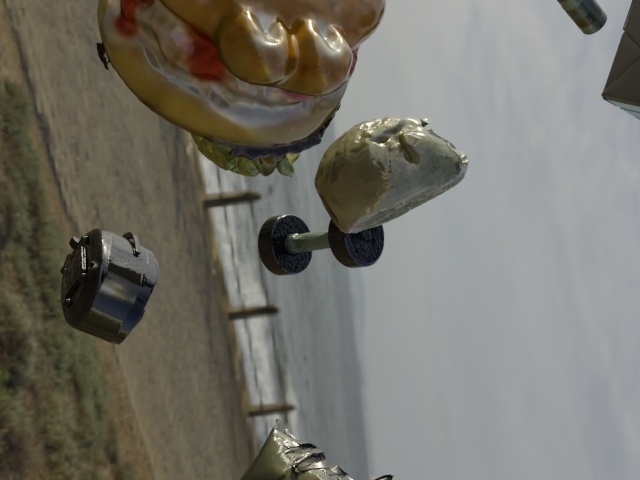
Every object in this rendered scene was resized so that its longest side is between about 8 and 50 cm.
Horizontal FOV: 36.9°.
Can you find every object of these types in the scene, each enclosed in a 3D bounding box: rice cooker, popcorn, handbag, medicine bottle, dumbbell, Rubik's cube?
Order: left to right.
[{"bbox_3d":[-0.263,0.054,1.188,0.112,0.106,0.165,-55,-147,19],"label":"rice cooker"},{"bbox_3d":[-0.094,-0.150,1.175,0.136,0.162,0.141,4,-94,62],"label":"popcorn"},{"bbox_3d":[-0.021,0.366,1.372,0.182,0.270,0.117,-55,132,-13],"label":"handbag"},{"bbox_3d":[0.000,0.000,1.488,0.100,0.191,0.100,8,80,-47],"label":"dumbbell"},{"bbox_3d":[0.407,-0.363,1.494,0.083,0.047,0.047,37,33,-34],"label":"medicine bottle"},{"bbox_3d":[0.687,-0.316,1.743,0.225,0.231,0.221,10,99,-51],"label":"Rubik's cube"}]

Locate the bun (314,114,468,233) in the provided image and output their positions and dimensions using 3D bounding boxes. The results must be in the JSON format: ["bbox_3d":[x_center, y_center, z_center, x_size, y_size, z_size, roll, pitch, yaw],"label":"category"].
[{"bbox_3d":[0.086,-0.096,1.222,0.178,0.193,0.127,24,42,-81],"label":"bun"}]

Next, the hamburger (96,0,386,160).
[{"bbox_3d":[-0.067,-0.219,0.892,0.186,0.261,0.302,124,-24,-46],"label":"hamburger"}]
